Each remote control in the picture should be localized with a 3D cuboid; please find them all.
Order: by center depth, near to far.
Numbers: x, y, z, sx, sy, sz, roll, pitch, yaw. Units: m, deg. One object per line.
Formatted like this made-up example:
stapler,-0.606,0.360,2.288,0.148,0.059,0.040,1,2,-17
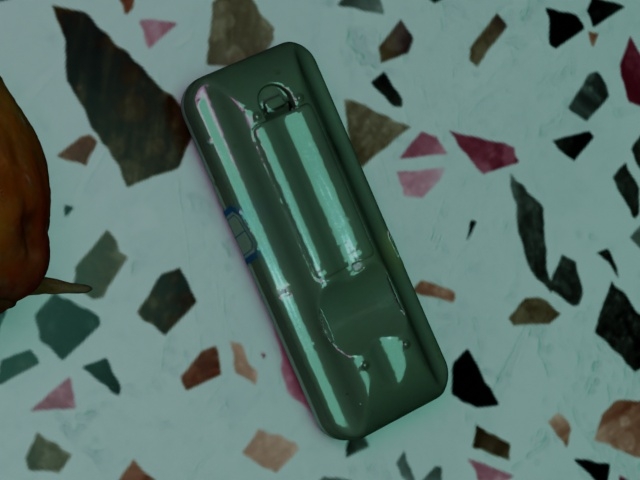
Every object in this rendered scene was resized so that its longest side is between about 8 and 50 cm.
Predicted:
remote control,0.000,0.000,1.555,0.128,0.065,0.335,-26,95,-26

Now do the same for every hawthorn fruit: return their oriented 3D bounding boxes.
hawthorn fruit,-0.285,-0.032,1.349,0.262,0.210,0.210,38,71,0
